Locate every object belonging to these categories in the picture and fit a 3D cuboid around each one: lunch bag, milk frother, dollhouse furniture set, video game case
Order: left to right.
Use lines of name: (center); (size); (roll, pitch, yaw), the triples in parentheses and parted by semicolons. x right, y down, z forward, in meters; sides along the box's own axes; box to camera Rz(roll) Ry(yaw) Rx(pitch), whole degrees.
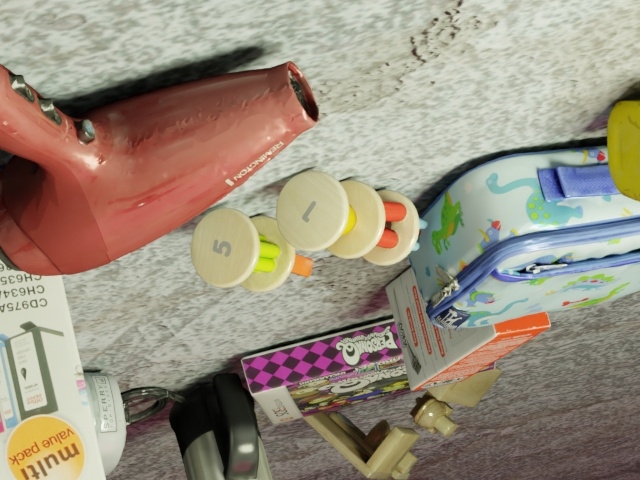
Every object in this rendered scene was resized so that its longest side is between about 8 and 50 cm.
milk frother: (-0.120, 0.200, 1.769); (0.143, 0.134, 0.129); (-16, 135, -4)
video game case: (0.051, 0.115, 1.799); (0.232, 0.041, 0.210); (-14, 167, 0)
dollhouse furniture set: (0.077, 0.151, 1.988); (0.151, 0.123, 0.144); (-53, 157, 8)
lunch bag: (0.181, -0.008, 1.374); (0.219, 0.090, 0.176); (-8, 162, -25)

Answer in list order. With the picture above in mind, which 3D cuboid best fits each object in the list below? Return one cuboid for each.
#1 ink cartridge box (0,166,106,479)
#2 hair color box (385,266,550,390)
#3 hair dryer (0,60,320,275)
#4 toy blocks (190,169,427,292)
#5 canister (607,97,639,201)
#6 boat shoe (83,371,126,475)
ink cartridge box: (-0.232, 0.100, 1.099); (0.171, 0.232, 0.168); (-9, 165, -21)
hair color box: (0.114, 0.052, 1.522); (0.053, 0.093, 0.167); (-7, 164, -25)
hair dryer: (-0.139, -0.041, 0.963); (0.294, 0.080, 0.223); (-11, 163, -21)
toy blocks: (0.000, 0.000, 1.298); (0.123, 0.054, 0.148); (-22, 164, 26)
canister: (0.286, -0.064, 1.238); (0.170, 0.073, 0.126); (-7, -169, -18)
boat shoe: (-0.269, 0.201, 1.723); (0.119, 0.121, 0.335); (0, 150, -21)
